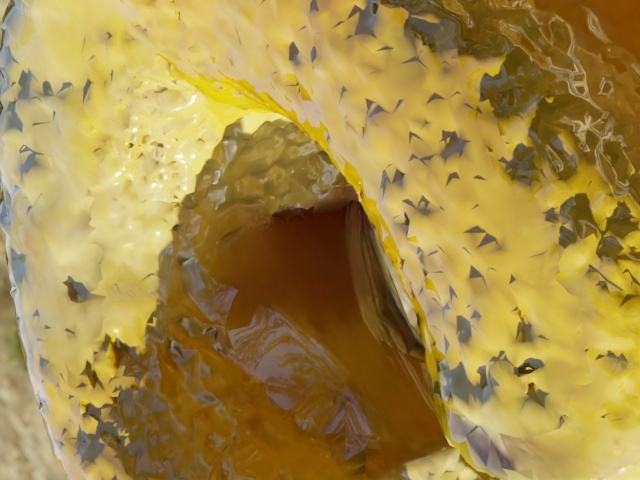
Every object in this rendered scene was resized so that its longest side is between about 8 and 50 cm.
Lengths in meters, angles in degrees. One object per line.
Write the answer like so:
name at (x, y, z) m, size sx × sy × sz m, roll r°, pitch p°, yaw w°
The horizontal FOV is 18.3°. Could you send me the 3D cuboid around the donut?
donut at (0.000, 0.000, 0.816) m, size 0.377 × 0.163 × 0.435 m, roll 51°, pitch 139°, yaw 19°
